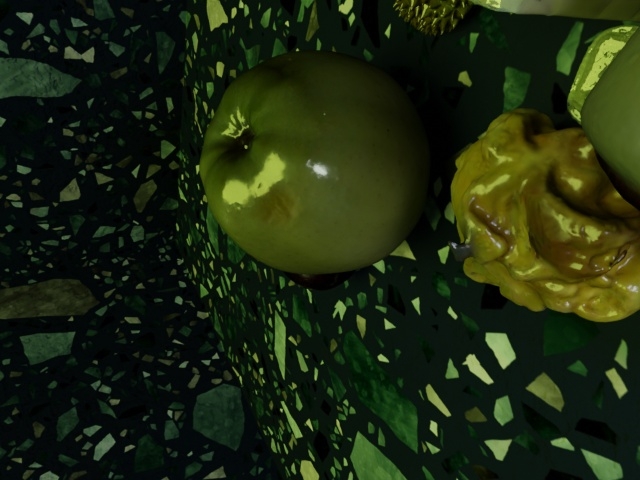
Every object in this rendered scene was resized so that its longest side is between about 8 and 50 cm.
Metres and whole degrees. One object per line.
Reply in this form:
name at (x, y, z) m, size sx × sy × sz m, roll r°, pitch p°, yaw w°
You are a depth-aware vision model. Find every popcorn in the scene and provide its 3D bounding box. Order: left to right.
popcorn at (0.306, -0.038, 0.703) m, size 0.297 × 0.281 × 0.316 m, roll 68°, pitch 166°, yaw -18°

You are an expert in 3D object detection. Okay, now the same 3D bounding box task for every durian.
durian at (0.216, -0.497, 0.818) m, size 0.172 × 0.166 × 0.306 m, roll 18°, pitch 127°, yaw 22°

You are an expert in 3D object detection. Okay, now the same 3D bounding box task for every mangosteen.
mangosteen at (0.000, 0.000, 1.275) m, size 0.228 × 0.228 × 0.266 m, roll 32°, pitch 113°, yaw 51°

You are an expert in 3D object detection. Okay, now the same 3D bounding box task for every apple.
apple at (-0.007, -0.151, 0.980) m, size 0.473 × 0.473 × 0.474 m, roll 29°, pitch 125°, yaw 53°

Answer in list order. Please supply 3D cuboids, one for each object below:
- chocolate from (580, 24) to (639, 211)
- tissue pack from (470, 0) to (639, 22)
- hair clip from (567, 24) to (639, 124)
chocolate at (0.357, -0.087, 0.411) m, size 0.186 × 0.283 × 0.284 m, roll -55°, pitch 50°, yaw 22°
tissue pack at (0.296, -0.449, 0.482) m, size 0.205 × 0.331 × 0.405 m, roll 51°, pitch 141°, yaw 41°
hair clip at (0.464, -0.158, 0.555) m, size 0.321 × 0.091 × 0.138 m, roll 34°, pitch 122°, yaw 35°
